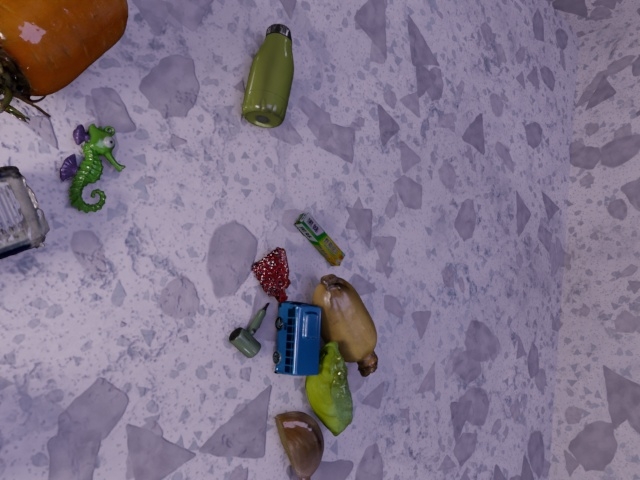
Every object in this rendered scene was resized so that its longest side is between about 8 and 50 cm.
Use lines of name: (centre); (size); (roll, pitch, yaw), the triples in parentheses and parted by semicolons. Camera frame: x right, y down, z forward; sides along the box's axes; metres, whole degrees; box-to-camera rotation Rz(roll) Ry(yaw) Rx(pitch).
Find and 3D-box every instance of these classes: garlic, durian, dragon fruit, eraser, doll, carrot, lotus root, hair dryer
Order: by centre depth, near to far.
eraser: (-0.638, -0.006, 0.857); (0.332, 0.101, 0.155); (-28, 105, -38)
carrot: (-0.514, -0.365, 0.943); (0.193, 0.214, 0.331); (39, 58, -11)
doll: (-0.458, -0.148, 1.061); (0.115, 0.050, 0.190); (23, 73, -30)
hair dryer: (-0.159, 0.208, 1.290); (0.071, 0.047, 0.150); (49, 51, -25)
garlic: (-0.044, 0.509, 1.334); (0.101, 0.087, 0.195); (-23, 104, -26)
dragon fruit: (-0.107, 0.088, 1.343); (0.097, 0.063, 0.131); (-29, 95, 1)
durian: (0.028, 0.380, 1.369); (0.101, 0.139, 0.250); (-8, 92, -47)
lotus root: (0.065, 0.223, 1.423); (0.146, 0.131, 0.303); (-30, 107, -15)

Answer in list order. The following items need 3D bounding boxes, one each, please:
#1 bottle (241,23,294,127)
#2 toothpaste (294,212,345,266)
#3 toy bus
bottle: (-0.124, -0.423, 1.337); (0.112, 0.112, 0.260); (21, 72, -38)
toothpaste: (0.000, 0.000, 1.451); (0.178, 0.037, 0.043); (49, 58, -27)
toy bus: (-0.055, 0.247, 1.333); (0.090, 0.106, 0.184); (9, 80, -38)
